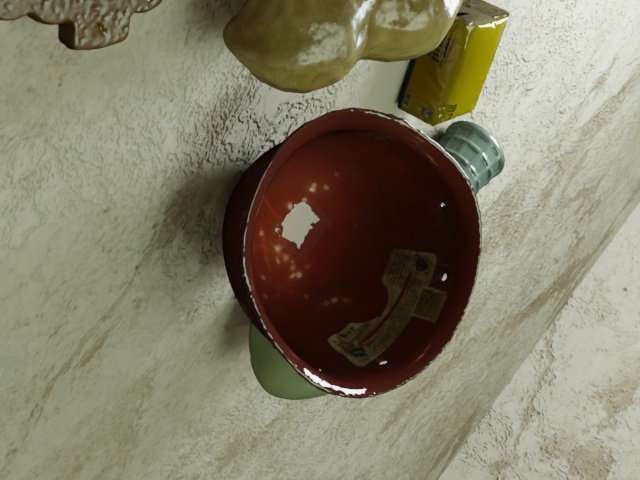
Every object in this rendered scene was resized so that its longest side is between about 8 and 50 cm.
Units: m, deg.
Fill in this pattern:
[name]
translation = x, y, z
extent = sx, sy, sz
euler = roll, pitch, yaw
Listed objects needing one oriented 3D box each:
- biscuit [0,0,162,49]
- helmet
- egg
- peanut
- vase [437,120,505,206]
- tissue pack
[biscuit]
translation = -0.187, -0.314, 1.222
extent = 0.278, 0.043, 0.302
euler = -12, 124, -43
[helmet]
translation = 0.000, 0.000, 1.780
extent = 0.385, 0.230, 0.337
euler = 41, 76, -32
[egg]
translation = 0.000, 0.116, 1.987
extent = 0.253, 0.186, 0.186
euler = -55, 157, -12
[peanut]
translation = 0.042, -0.270, 1.564
extent = 0.387, 0.192, 0.169
euler = -33, 155, -42
[vase]
translation = 0.158, -0.055, 2.142
extent = 0.299, 0.143, 0.143
euler = -48, 155, -27
[tissue pack]
translation = 0.192, -0.258, 1.997
extent = 0.120, 0.082, 0.169
euler = -25, 142, -48
